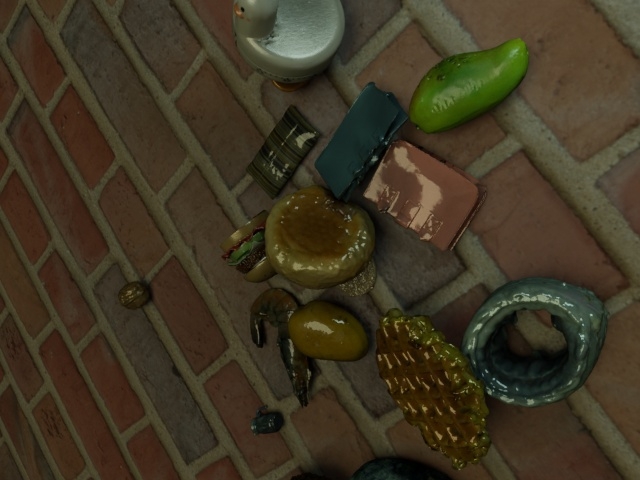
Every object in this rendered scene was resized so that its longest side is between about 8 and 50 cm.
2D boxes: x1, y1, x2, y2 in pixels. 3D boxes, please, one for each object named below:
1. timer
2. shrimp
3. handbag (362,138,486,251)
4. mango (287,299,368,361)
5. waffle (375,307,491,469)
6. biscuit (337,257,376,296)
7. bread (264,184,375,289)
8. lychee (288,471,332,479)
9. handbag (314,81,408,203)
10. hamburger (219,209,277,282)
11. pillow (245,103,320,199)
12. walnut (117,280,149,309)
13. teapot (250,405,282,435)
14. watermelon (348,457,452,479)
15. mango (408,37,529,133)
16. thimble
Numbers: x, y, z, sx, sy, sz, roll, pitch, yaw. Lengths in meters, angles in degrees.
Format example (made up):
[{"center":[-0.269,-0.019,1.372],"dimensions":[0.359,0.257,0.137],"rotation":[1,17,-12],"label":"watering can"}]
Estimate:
[{"center":[-0.065,-0.443,1.033],"dimensions":[0.240,0.233,0.234],"rotation":[142,108,-75],"label":"timer"},{"center":[-0.102,0.267,1.277],"dimensions":[0.169,0.058,0.296],"rotation":[-13,86,38],"label":"shrimp"},{"center":[0.204,-0.092,1.032],"dimensions":[0.212,0.059,0.157],"rotation":[37,113,24],"label":"handbag"},{"center":[0.019,0.211,1.170],"dimensions":[0.195,0.098,0.137],"rotation":[23,110,13],"label":"mango"},{"center":[0.199,0.273,0.986],"dimensions":[0.325,0.068,0.302],"rotation":[38,145,47],"label":"waffle"},{"center":[0.073,0.069,1.160],"dimensions":[0.120,0.015,0.120],"rotation":[5,99,31],"label":"biscuit"},{"center":[0.000,0.000,1.094],"dimensions":[0.244,0.244,0.134],"rotation":[27,152,25],"label":"bread"},{"center":[-0.026,0.657,1.178],"dimensions":[0.235,0.271,0.236],"rotation":[-4,61,7],"label":"lychee"},{"center":[0.080,-0.199,1.054],"dimensions":[0.221,0.057,0.144],"rotation":[-52,37,26],"label":"handbag"},{"center":[-0.140,0.022,1.200],"dimensions":[0.175,0.175,0.137],"rotation":[-38,90,30],"label":"hamburger"},{"center":[-0.092,-0.205,1.207],"dimensions":[0.113,0.038,0.203],"rotation":[47,117,17],"label":"pillow"},{"center":[-0.550,0.163,1.521],"dimensions":[0.096,0.083,0.079],"rotation":[-23,113,31],"label":"walnut"},{"center":[-0.142,0.465,1.329],"dimensions":[0.083,0.049,0.064],"rotation":[-22,86,32],"label":"teapot"},{"center":[0.206,0.582,1.111],"dimensions":[0.318,0.148,0.226],"rotation":[20,126,14],"label":"watermelon"},{"center":[0.265,-0.283,0.937],"dimensions":[0.232,0.111,0.125],"rotation":[-32,88,31],"label":"mango"},{"center":[0.371,0.170,0.902],"dimensions":[0.250,0.171,0.205],"rotation":[-34,77,32],"label":"thimble"}]
